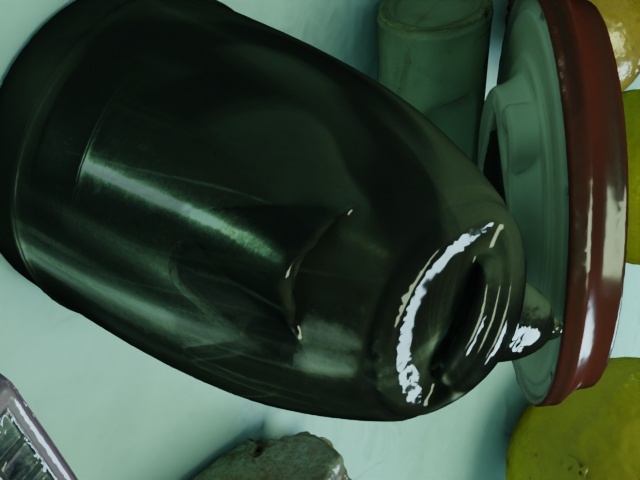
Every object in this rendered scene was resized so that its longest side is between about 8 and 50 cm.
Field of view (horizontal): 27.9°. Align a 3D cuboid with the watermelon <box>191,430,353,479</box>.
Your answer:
[{"bbox_3d":[-0.050,0.296,1.103,0.302,0.151,0.264,-42,139,-26],"label":"watermelon"}]

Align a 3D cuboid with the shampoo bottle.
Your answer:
[{"bbox_3d":[0.092,-0.091,1.081,0.118,0.087,0.234,-49,147,-49],"label":"shampoo bottle"}]

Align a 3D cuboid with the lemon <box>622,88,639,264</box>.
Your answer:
[{"bbox_3d":[0.342,-0.061,1.343,0.178,0.178,0.203,-33,137,-35],"label":"lemon"}]

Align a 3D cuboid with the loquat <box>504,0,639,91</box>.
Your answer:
[{"bbox_3d":[0.230,-0.189,1.152,0.141,0.141,0.141,-30,133,-37],"label":"loquat"}]

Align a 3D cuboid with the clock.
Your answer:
[{"bbox_3d":[0.161,-0.034,0.977,0.318,0.080,0.318,-1,90,-89],"label":"clock"}]

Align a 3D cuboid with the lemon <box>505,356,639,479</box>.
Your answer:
[{"bbox_3d":[0.351,0.268,1.486,0.293,0.293,0.293,-30,133,-37],"label":"lemon"}]

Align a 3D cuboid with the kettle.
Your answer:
[{"bbox_3d":[0.000,0.000,0.824,0.321,0.324,0.228,18,98,-54],"label":"kettle"}]

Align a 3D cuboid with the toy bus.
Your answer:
[{"bbox_3d":[-0.220,0.169,0.860,0.108,0.096,0.199,-48,139,-27],"label":"toy bus"}]
